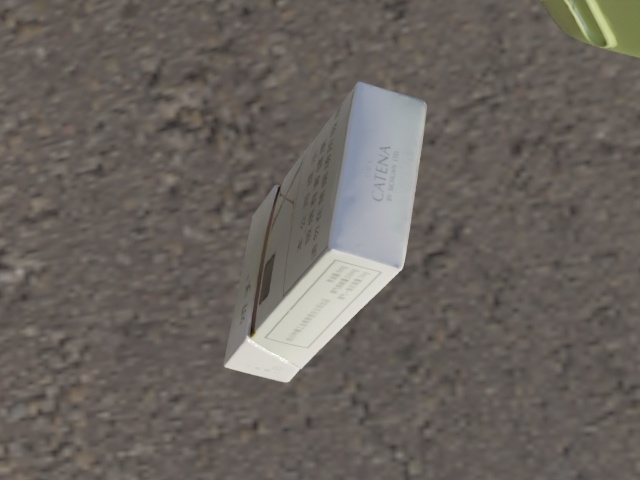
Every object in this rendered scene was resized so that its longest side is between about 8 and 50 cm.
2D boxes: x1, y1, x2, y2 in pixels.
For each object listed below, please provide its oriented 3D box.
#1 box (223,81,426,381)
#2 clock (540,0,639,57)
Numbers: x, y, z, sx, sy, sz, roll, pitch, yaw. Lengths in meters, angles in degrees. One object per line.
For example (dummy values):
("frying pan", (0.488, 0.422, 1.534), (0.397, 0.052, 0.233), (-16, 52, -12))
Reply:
("box", (0.000, 0.000, 0.868), (0.040, 0.154, 0.084), (15, 64, -15))
("clock", (0.275, -0.230, 0.946), (0.348, 0.286, 0.117), (-46, 125, -16))
